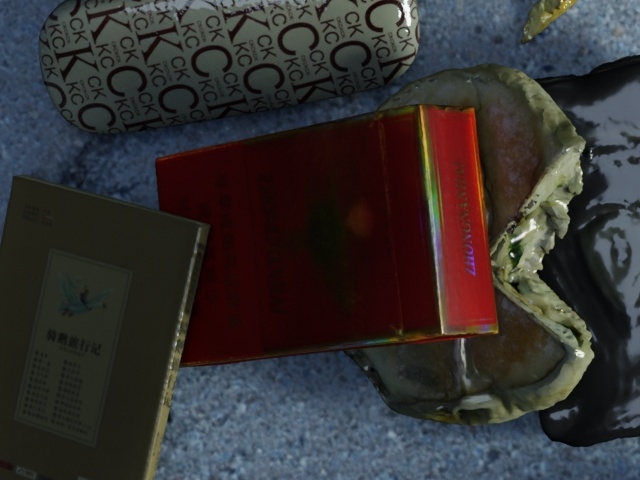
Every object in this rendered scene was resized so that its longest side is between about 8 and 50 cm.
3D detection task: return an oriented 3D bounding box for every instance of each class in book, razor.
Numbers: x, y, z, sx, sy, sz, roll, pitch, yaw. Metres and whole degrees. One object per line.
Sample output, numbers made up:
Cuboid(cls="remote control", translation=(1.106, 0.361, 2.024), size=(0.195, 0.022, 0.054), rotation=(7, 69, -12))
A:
Cuboid(cls="book", translation=(-0.226, 0.112, 1.748), size=(0.217, 0.021, 0.310), rotation=(15, 94, 28))
Cuboid(cls="razor", translation=(0.267, 0.008, 1.704), size=(0.204, 0.113, 0.349), rotation=(-10, 85, 11))

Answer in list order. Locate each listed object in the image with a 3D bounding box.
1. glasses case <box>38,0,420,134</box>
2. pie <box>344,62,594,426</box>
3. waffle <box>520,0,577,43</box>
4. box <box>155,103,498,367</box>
Cuboid(cls="glasses case", translation=(-0.084, -0.184, 1.755), size=(0.354, 0.085, 0.137), rotation=(-9, 113, 7))
Cuboid(cls="pie", translation=(0.117, 0.005, 1.683), size=(0.337, 0.075, 0.337), rotation=(4, 96, 43))
Cuboid(cls="waffle", translation=(0.251, -0.259, 1.722), size=(0.191, 0.125, 0.032), rotation=(-41, 81, 0))
Cuboid(cls="box", translation=(0.000, 0.001, 1.673), size=(0.313, 0.089, 0.197), rotation=(-9, 84, 40))
